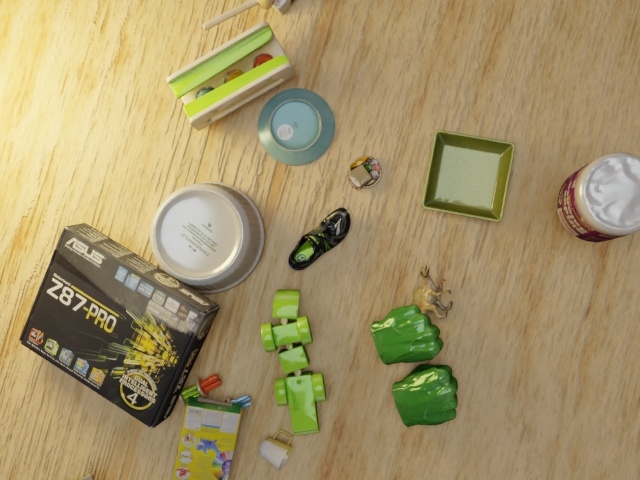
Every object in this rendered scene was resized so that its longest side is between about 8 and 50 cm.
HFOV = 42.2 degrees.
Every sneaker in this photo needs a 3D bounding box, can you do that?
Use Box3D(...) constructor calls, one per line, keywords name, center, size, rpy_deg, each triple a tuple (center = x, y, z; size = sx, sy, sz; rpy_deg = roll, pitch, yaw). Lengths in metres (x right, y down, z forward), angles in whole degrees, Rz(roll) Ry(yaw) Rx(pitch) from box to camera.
Box3D(name="sneaker", center=(0.000, 0.000, 1.933), size=(0.188, 0.078, 0.067), rpy_deg=(-43, 84, 0))

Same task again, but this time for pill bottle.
Box3D(name="pill bottle", center=(0.602, -0.083, 1.778), size=(0.169, 0.301, 0.169), rpy_deg=(0, 85, 4))

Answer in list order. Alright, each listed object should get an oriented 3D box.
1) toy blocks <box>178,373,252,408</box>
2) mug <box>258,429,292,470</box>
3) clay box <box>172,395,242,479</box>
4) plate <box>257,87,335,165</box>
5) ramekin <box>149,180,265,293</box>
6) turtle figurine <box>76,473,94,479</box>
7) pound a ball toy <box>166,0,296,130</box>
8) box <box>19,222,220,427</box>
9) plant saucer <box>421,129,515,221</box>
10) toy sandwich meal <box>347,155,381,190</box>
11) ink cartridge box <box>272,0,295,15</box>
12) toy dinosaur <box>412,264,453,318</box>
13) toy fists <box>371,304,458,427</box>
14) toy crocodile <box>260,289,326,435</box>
Box3D(name="toy blocks", center=(-0.245, 0.368, 1.940), size=(0.148, 0.054, 0.123), rpy_deg=(-25, 85, 3))
Box3D(name="mug", center=(-0.104, 0.486, 1.927), size=(0.064, 0.078, 0.062), rpy_deg=(26, 121, 14))
Box3D(name="clay box", center=(-0.261, 0.473, 1.901), size=(0.127, 0.053, 0.222), rpy_deg=(11, 107, -7))
Box3D(name="plate", center=(-0.059, -0.274, 1.985), size=(0.188, 0.024, 0.188), rpy_deg=(0, 87, 4))
Box3D(name="ramekin", center=(-0.271, -0.011, 1.932), size=(0.272, 0.127, 0.273), rpy_deg=(0, 86, 4))
Box3D(name="turtle figurine", center=(-0.544, 0.686, 1.873), size=(0.274, 0.198, 0.266), rpy_deg=(-25, 81, -1))
Box3D(name="pound a ball toy", center=(-0.203, -0.425, 1.950), size=(0.319, 0.136, 0.208), rpy_deg=(-30, 84, 3))
Box3D(name="box", center=(-0.462, 0.191, 1.894), size=(0.395, 0.097, 0.318), rpy_deg=(31, 105, 12))
Box3D(name="plant saucer", center=(0.342, -0.148, 1.933), size=(0.188, 0.045, 0.188), rpy_deg=(11, 87, 5))
Box3D(name="toy sandwich meal", center=(0.103, -0.161, 1.960), size=(0.085, 0.029, 0.086), rpy_deg=(0, 86, 5))
Box3D(name="ink cartridge box", center=(-0.088, -0.626, 1.994), size=(0.099, 0.056, 0.135), rpy_deg=(42, 90, 6))
Box3D(name="toy dinosaur", center=(0.255, 0.149, 1.926), size=(0.092, 0.053, 0.183), rpy_deg=(12, 100, 23))
Box3D(name="toy fists", center=(0.226, 0.282, 1.878), size=(0.142, 0.096, 0.279), rpy_deg=(-20, 87, 27))
Box3D(name="toy crocodile", center=(-0.059, 0.280, 1.916), size=(0.115, 0.105, 0.341), rpy_deg=(-13, 90, 3))
